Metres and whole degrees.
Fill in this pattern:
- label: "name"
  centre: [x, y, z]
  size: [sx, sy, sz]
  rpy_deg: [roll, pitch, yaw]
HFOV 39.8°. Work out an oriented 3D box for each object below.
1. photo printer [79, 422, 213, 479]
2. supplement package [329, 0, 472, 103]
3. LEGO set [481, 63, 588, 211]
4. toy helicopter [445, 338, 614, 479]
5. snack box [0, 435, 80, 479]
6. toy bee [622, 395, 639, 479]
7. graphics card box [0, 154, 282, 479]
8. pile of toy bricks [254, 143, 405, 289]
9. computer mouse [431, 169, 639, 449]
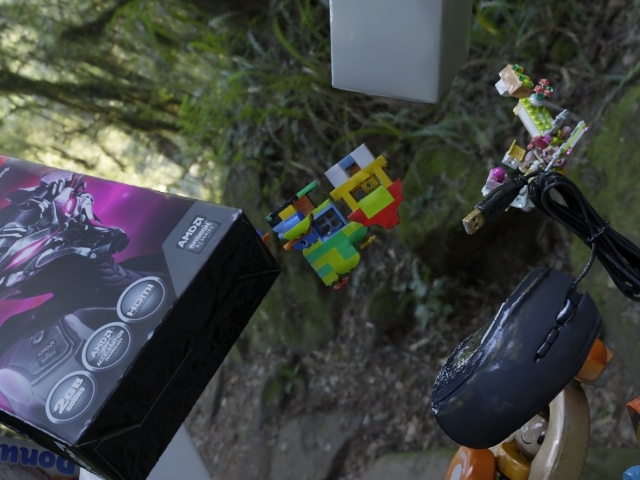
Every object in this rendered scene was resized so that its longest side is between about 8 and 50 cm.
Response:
- label: "photo printer"
  centre: [-0.268, 0.293, 1.233]
  size: [0.107, 0.308, 0.256]
  rpy_deg: [-36, -23, 8]
- label: "supplement package"
  centre: [0.073, -0.227, 0.772]
  size: [0.105, 0.105, 0.179]
  rpy_deg: [-56, -29, -47]
- label: "LEGO set"
  centre: [0.326, -0.170, 1.307]
  size: [0.107, 0.132, 0.287]
  rpy_deg: [112, 175, -53]
- label: "toy helicopter"
  centre: [0.258, 0.160, 1.023]
  size: [0.355, 0.140, 0.235]
  rpy_deg: [-72, 4, -53]
- label: "snack box"
  centre: [-0.309, 0.219, 0.839]
  size: [0.022, 0.178, 0.064]
  rpy_deg: [-20, 59, 36]
- label: "toy bee"
  centre: [0.429, 0.294, 0.973]
  size: [0.195, 0.298, 0.162]
  rpy_deg: [-45, 38, 8]
- label: "graphics card box"
  centre: [-0.244, 0.052, 0.802]
  size: [0.233, 0.370, 0.094]
  rpy_deg: [-56, -40, -25]
- label: "pile of toy bricks"
  centre: [0.000, 0.000, 0.899]
  size: [0.212, 0.105, 0.118]
  rpy_deg: [-36, 3, 12]
- label: "computer mouse"
  centre: [0.184, 0.056, 0.815]
  size: [0.262, 0.184, 0.060]
  rpy_deg: [-42, 4, -8]
